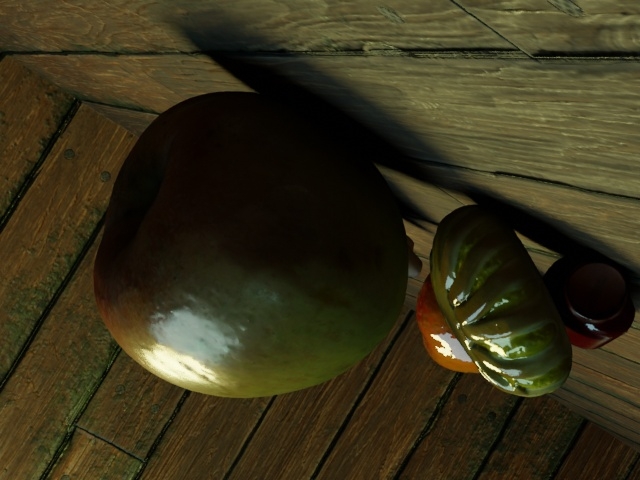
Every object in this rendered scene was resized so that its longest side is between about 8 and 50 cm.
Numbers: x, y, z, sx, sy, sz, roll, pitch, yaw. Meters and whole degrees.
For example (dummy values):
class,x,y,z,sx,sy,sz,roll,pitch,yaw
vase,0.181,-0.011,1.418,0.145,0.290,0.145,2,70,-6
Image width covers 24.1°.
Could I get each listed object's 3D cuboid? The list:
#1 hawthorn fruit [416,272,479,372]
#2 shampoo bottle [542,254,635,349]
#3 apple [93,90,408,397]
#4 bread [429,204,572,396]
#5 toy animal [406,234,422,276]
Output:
class,x,y,z,sx,sy,sz,roll,pitch,yaw
hawthorn fruit,0.256,0.092,1.851,0.286,0.165,0.165,1,160,31
shampoo bottle,0.273,0.064,1.556,0.102,0.064,0.260,42,178,9
apple,-0.068,0.005,1.639,0.305,0.338,0.338,20,-179,-25
bread,0.177,0.063,1.528,0.213,0.105,0.213,157,90,-89
toy animal,0.000,0.000,1.952,0.269,0.237,0.326,20,179,-2
